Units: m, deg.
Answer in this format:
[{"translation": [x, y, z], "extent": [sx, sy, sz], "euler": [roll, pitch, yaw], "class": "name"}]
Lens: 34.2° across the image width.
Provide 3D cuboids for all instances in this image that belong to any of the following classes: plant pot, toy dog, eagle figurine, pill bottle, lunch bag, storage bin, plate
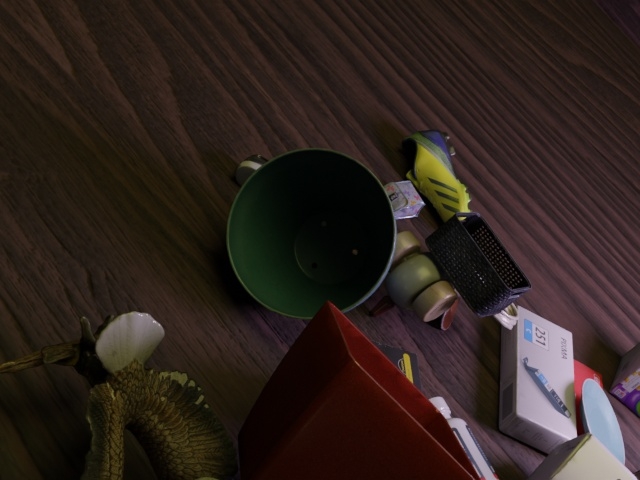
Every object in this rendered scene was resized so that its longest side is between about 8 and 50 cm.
[{"translation": [0.030, 0.285, 1.452], "extent": [0.267, 0.236, 0.267], "euler": [46, 5, -14], "class": "plant pot"}, {"translation": [0.000, 0.000, 1.830], "extent": [0.290, 0.290, 0.195], "euler": [49, 3, 13], "class": "plant pot"}, {"translation": [0.209, 0.093, 2.000], "extent": [0.334, 0.161, 0.220], "euler": [22, 36, -43], "class": "toy dog"}, {"translation": [-0.258, 0.255, 1.393], "extent": [0.298, 0.226, 0.225], "euler": [62, 3, 17], "class": "eagle figurine"}, {"translation": [0.214, 0.359, 1.738], "extent": [0.108, 0.108, 0.180], "euler": [-4, 55, -41], "class": "pill bottle"}, {"translation": [0.166, -0.085, 2.186], "extent": [0.083, 0.053, 0.071], "euler": [-9, 56, -32], "class": "lunch bag"}, {"translation": [0.290, 0.043, 1.912], "extent": [0.180, 0.084, 0.122], "euler": [56, 27, 18], "class": "storage bin"}, {"translation": [0.539, 0.360, 2.008], "extent": [0.188, 0.024, 0.188], "euler": [39, 38, -40], "class": "plate"}]

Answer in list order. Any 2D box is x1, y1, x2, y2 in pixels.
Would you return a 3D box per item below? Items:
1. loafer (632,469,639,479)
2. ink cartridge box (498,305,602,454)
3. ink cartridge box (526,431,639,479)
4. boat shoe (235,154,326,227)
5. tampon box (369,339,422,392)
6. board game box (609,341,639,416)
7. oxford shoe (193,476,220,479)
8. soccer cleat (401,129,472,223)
[{"translation": [0.654, 0.567, 1.888], "extent": [0.130, 0.134, 0.366], "euler": [-7, 42, -10], "class": "loafer"}, {"translation": [0.474, 0.298, 2.038], "extent": [0.261, 0.066, 0.296], "euler": [28, 39, -12], "class": "ink cartridge box"}, {"translation": [0.489, 0.472, 1.754], "extent": [0.115, 0.198, 0.273], "euler": [-42, 80, -17], "class": "ink cartridge box"}, {"translation": [-0.056, -0.091, 2.002], "extent": [0.228, 0.080, 0.076], "euler": [30, 40, 1], "class": "boat shoe"}, {"translation": [0.081, 0.261, 1.686], "extent": [0.101, 0.161, 0.120], "euler": [19, 43, -23], "class": "tampon box"}, {"translation": [0.769, 0.331, 2.175], "extent": [0.275, 0.142, 0.144], "euler": [40, 38, 2], "class": "board game box"}, {"translation": [-0.045, 0.485, 1.405], "extent": [0.449, 0.130, 0.169], "euler": [40, 12, -20], "class": "oxford shoe"}, {"translation": [0.254, -0.119, 2.282], "extent": [0.121, 0.093, 0.289], "euler": [-10, 58, -7], "class": "soccer cleat"}]
